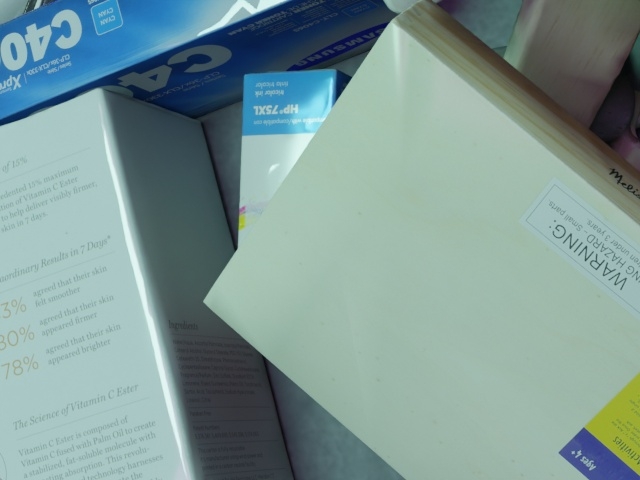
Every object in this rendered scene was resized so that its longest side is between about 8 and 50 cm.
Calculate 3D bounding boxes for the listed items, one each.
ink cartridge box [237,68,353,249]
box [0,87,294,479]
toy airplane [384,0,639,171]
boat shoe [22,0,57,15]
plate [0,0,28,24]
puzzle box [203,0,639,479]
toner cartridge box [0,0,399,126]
[{"bbox_3d":[0.000,0.000,1.228,0.078,0.134,0.231,0,84,24],"label":"ink cartridge box"},{"bbox_3d":[-0.177,0.089,1.277,0.215,0.168,0.345,-19,78,21],"label":"box"},{"bbox_3d":[0.216,-0.216,1.060,0.386,0.272,0.384,-20,118,17],"label":"toy airplane"},{"bbox_3d":[-0.253,-0.156,1.406,0.038,0.046,0.125,17,100,19],"label":"boat shoe"},{"bbox_3d":[-0.408,-0.226,1.423,0.278,0.045,0.277,44,93,7],"label":"plate"},{"bbox_3d":[0.143,0.078,1.032,0.409,0.052,0.272,41,129,5],"label":"puzzle box"},{"bbox_3d":[-0.104,-0.154,1.275,0.348,0.165,0.075,-20,78,21],"label":"toner cartridge box"}]
